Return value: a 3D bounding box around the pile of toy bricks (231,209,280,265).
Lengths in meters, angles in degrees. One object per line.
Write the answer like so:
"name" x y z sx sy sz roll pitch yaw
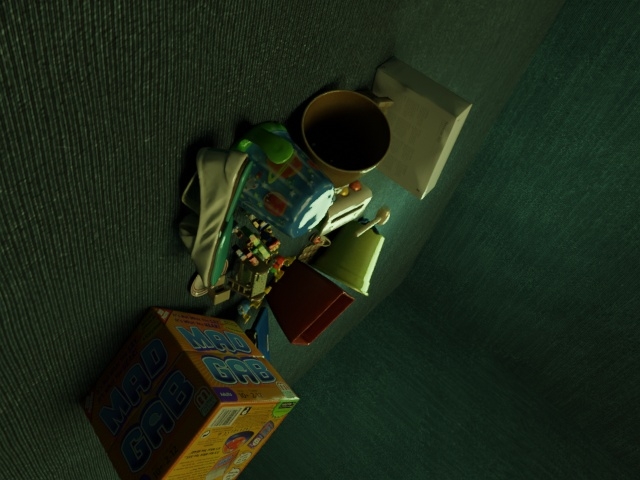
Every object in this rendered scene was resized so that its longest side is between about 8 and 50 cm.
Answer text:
"pile of toy bricks" -0.170 0.010 1.422 0.118 0.212 0.105 -40 126 -8

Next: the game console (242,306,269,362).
"game console" -0.291 0.406 1.869 0.250 0.173 0.293 -70 164 -62

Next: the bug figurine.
"bug figurine" -0.193 0.142 1.807 0.279 0.072 0.216 -53 -178 3

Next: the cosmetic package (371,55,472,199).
"cosmetic package" 0.277 -0.342 1.677 0.097 0.284 0.377 -40 160 -28

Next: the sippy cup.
"sippy cup" -0.094 -0.132 1.302 0.240 0.224 0.305 -55 162 16

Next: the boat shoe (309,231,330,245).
"boat shoe" 0.000 0.000 2.087 0.049 0.043 0.137 -51 161 10

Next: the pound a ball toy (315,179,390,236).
"pound a ball toy" 0.095 -0.118 1.810 0.319 0.208 0.135 -28 152 -49

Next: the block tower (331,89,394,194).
"block tower" 0.094 -0.303 1.633 0.091 0.097 0.335 -26 152 -52

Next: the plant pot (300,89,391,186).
"plant pot" 0.044 -0.242 1.463 0.237 0.237 0.254 -43 175 -21

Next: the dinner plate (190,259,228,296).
"dinner plate" -0.327 0.104 1.551 0.141 0.017 0.141 -44 162 -18

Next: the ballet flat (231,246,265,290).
"ballet flat" -0.234 0.095 1.689 0.070 0.070 0.188 -20 142 -57

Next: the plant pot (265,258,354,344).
"plant pot" -0.061 0.226 2.053 0.267 0.236 0.267 -45 163 1

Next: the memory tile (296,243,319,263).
"memory tile" -0.053 0.057 2.121 0.113 0.012 0.148 -58 160 22

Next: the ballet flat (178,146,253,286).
"ballet flat" -0.259 -0.056 1.228 0.139 0.139 0.400 -33 156 -43

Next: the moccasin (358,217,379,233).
"moccasin" 0.167 0.054 2.473 0.138 0.117 0.342 -35 157 -39

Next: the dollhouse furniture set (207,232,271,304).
"dollhouse furniture set" -0.233 0.097 1.551 0.161 0.101 0.181 -22 137 -41

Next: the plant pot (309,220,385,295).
"plant pot" 0.134 0.058 2.229 0.253 0.276 0.276 -62 162 -1

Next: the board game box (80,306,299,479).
"board game box" -0.361 0.453 1.494 0.356 0.356 0.356 -53 148 7
